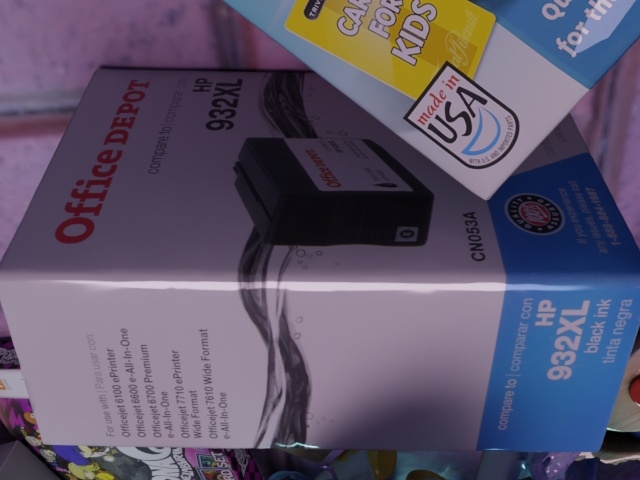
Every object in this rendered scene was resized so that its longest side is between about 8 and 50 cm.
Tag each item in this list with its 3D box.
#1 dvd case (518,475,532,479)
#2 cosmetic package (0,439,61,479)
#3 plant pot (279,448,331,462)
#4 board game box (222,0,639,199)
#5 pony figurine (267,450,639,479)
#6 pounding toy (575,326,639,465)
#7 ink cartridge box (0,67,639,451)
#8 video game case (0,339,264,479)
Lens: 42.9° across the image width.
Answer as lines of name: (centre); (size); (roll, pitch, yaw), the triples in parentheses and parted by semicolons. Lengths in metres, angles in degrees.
dvd case: (0.291, 0.309, 0.784); (0.164, 0.018, 0.221); (-18, 101, 3)
cosmetic package: (-0.337, 0.275, 0.753); (0.238, 0.107, 0.127); (-21, 120, 28)
plant pot: (-0.014, 0.110, 0.655); (0.109, 0.096, 0.109); (26, 124, -17)
board game box: (0.018, -0.213, 0.330); (0.336, 0.079, 0.254); (37, 128, -1)
pony figurine: (0.068, 0.238, 0.495); (0.351, 0.363, 0.303); (-11, 104, 44)
pounding toy: (0.261, 0.103, 0.594); (0.269, 0.155, 0.154); (-22, 106, 24)
ink cartridge box: (0.000, 0.000, 0.489); (0.307, 0.223, 0.129); (1, 128, 0)
video game case: (-0.164, 0.181, 0.712); (0.210, 0.042, 0.232); (-3, 126, 20)
